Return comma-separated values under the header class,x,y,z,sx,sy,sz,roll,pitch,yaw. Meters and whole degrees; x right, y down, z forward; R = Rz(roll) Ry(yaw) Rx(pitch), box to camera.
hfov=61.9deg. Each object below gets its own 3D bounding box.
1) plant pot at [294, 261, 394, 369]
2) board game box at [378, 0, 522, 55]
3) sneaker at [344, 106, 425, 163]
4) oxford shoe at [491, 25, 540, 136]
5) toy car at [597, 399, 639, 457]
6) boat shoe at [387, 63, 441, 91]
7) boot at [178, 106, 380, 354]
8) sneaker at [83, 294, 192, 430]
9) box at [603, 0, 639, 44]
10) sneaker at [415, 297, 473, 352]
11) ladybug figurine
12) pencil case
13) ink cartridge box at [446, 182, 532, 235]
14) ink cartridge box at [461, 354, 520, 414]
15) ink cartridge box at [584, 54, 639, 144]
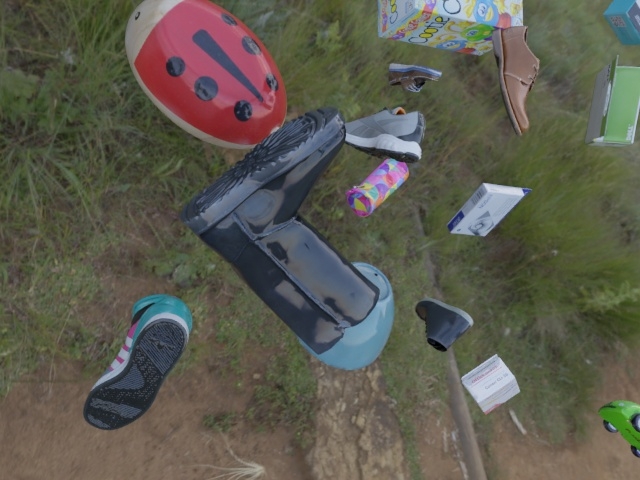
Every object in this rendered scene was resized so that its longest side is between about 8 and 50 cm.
class,x,y,z,sx,sy,sz,roll,pitch,yaw
plant pot,0.086,0.171,1.436,0.290,0.195,0.290,19,40,-17
board game box,0.276,-0.507,1.139,0.275,0.142,0.144,0,88,-24
sneaker,0.132,-0.239,1.168,0.100,0.271,0.108,16,94,-37
oxford shoe,0.365,-0.297,0.979,0.076,0.076,0.212,11,73,-67
toy car,0.443,0.269,0.642,0.225,0.239,0.053,45,70,9
boat shoe,0.251,-0.433,1.434,0.066,0.066,0.183,1,17,-32
boot,-0.002,0.001,1.095,0.445,0.367,0.146,50,13,-29
sneaker,-0.347,0.215,1.041,0.124,0.295,0.178,36,17,-18
box,0.717,-0.545,1.132,0.100,0.244,0.060,35,2,-30
sneaker,0.312,0.234,1.500,0.118,0.222,0.083,-43,107,-17
ladybug figurine,-0.255,-0.409,1.263,0.449,0.162,0.305,40,72,-8
pencil case,0.183,-0.173,1.695,0.104,0.104,0.236,47,55,3
ink cartridge box,0.583,-0.099,1.826,0.224,0.223,0.045,2,52,-26
ink cartridge box,0.438,0.372,1.371,0.067,0.115,0.198,56,4,37
ink cartridge box,0.734,-0.332,1.313,0.097,0.188,0.255,8,9,16
